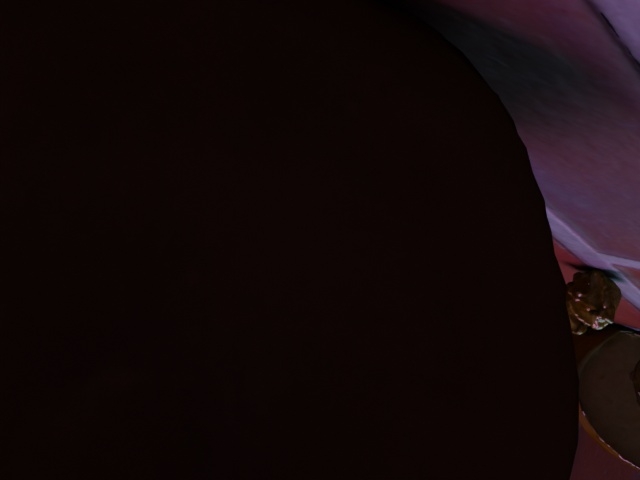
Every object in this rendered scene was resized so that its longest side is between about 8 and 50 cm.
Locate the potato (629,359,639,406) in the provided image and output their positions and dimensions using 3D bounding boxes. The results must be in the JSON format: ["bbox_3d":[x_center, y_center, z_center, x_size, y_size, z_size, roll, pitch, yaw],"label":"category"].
[{"bbox_3d":[0.456,0.164,1.470,0.149,0.113,0.251,30,159,-28],"label":"potato"}]

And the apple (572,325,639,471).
[{"bbox_3d":[0.467,0.207,1.692,0.346,0.254,0.179,16,130,3],"label":"apple"}]

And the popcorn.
[{"bbox_3d":[0.270,0.059,1.323,0.068,0.060,0.083,-21,-171,-10],"label":"popcorn"}]

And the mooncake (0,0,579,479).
[{"bbox_3d":[-0.097,0.061,0.757,0.466,0.467,0.262,20,169,-13],"label":"mooncake"}]
